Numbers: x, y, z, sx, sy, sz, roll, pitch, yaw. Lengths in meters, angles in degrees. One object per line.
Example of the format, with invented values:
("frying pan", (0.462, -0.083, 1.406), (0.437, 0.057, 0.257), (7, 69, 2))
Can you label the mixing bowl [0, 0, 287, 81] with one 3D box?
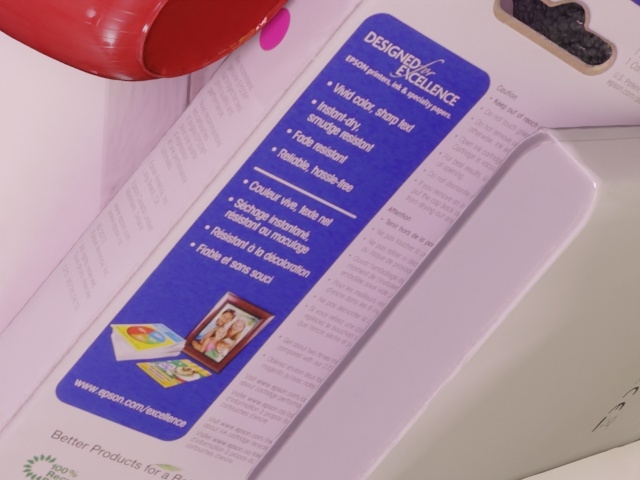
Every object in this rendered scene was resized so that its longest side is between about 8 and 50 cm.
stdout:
("mixing bowl", (-0.066, -0.131, 0.756), (0.181, 0.098, 0.181), (-36, 163, -13))

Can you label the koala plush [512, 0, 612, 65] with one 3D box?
("koala plush", (0.159, -0.170, 0.859), (0.196, 0.221, 0.203), (24, 96, -36))

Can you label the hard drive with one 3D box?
("hard drive", (0.138, 0.037, 0.921), (0.353, 0.047, 0.233), (-7, 140, -54))

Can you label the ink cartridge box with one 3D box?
("ink cartridge box", (0.000, 0.000, 0.862), (0.175, 0.069, 0.371), (26, 117, -36))
